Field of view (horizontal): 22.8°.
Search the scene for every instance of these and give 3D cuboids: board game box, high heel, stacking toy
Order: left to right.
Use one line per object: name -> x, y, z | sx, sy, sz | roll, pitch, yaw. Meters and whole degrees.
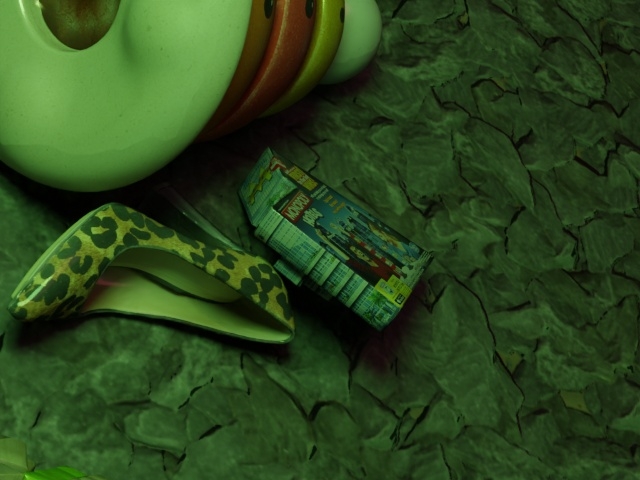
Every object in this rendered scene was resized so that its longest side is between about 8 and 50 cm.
high heel -> -0.134, 0.054, 1.350 | 0.186, 0.093, 0.261 | 43, 35, 8
stacking toy -> -0.094, -0.227, 1.494 | 0.480, 0.350, 0.350 | -6, 61, -57
board game box -> 0.000, 0.000, 1.474 | 0.194, 0.060, 0.194 | 37, 17, 3

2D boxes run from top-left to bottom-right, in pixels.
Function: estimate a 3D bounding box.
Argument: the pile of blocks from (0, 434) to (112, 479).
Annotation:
pile of blocks -> -0.283, 0.198, 1.155 | 0.362, 0.149, 0.113 | 22, 91, -9
